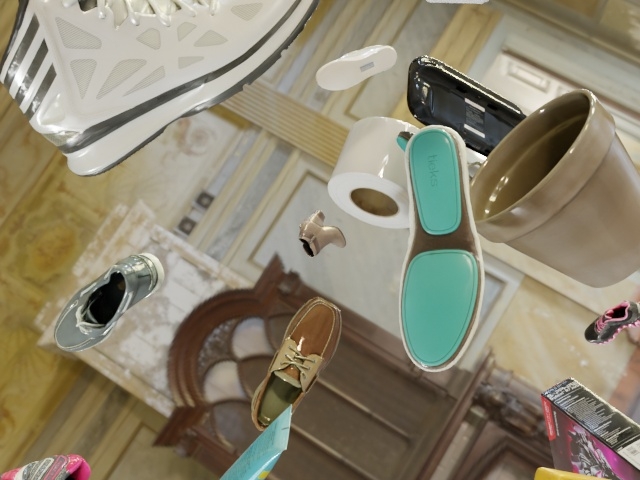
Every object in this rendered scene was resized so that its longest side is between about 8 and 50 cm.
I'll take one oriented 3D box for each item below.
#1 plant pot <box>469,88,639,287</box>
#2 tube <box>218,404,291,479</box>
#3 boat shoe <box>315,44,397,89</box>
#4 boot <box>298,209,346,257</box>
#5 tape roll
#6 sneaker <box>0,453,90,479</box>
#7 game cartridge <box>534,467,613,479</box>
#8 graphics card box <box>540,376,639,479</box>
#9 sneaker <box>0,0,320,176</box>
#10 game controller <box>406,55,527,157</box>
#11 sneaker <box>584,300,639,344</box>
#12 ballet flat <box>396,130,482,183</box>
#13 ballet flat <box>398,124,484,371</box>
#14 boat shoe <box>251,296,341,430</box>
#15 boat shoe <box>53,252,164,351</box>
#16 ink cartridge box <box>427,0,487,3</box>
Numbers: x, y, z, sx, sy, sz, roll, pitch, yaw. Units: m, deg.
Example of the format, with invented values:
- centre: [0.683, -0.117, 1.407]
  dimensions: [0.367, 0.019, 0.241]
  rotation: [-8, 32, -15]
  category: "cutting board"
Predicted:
- centre: [0.472, -0.070, 1.483]
  dimensions: [0.323, 0.280, 0.323]
  rotation: [-47, 14, 15]
  category: "plant pot"
- centre: [-0.096, 0.302, 1.019]
  dimensions: [0.207, 0.052, 0.080]
  rotation: [-54, 19, 25]
  category: "tube"
- centre: [0.072, -0.379, 1.714]
  dimensions: [0.184, 0.063, 0.066]
  rotation: [-27, -63, -6]
  category: "boat shoe"
- centre: [0.000, 0.000, 1.583]
  dimensions: [0.042, 0.118, 0.087]
  rotation: [-12, 39, 43]
  category: "boot"
- centre: [0.157, -0.161, 1.940]
  dimensions: [0.246, 0.246, 0.169]
  rotation: [91, -161, -64]
  category: "tape roll"
- centre: [-0.339, 0.410, 1.011]
  dimensions: [0.112, 0.299, 0.121]
  rotation: [-21, -36, -4]
  category: "sneaker"
- centre: [0.335, 0.444, 0.917]
  dimensions: [0.052, 0.285, 0.324]
  rotation: [4, 79, 65]
  category: "game cartridge"
- centre: [0.582, 0.451, 1.531]
  dimensions: [0.094, 0.371, 0.233]
  rotation: [-23, -65, -14]
  category: "graphics card box"
- centre: [-0.226, -0.292, 1.028]
  dimensions: [0.447, 0.169, 0.257]
  rotation: [-33, -54, 8]
  category: "sneaker"
- centre: [0.314, -0.266, 1.670]
  dimensions: [0.067, 0.319, 0.166]
  rotation: [-27, 46, 56]
  category: "game controller"
- centre: [0.461, 0.127, 1.266]
  dimensions: [0.119, 0.057, 0.047]
  rotation: [-43, 43, 41]
  category: "sneaker"
- centre: [0.287, -0.149, 1.693]
  dimensions: [0.096, 0.280, 0.095]
  rotation: [-42, -8, -8]
  category: "ballet flat"
- centre: [0.204, 0.013, 1.313]
  dimensions: [0.139, 0.139, 0.400]
  rotation: [32, -123, -77]
  category: "ballet flat"
- centre: [-0.052, 0.283, 1.741]
  dimensions: [0.324, 0.122, 0.120]
  rotation: [-64, -1, 8]
  category: "boat shoe"
- centre: [-0.445, 0.131, 1.574]
  dimensions: [0.319, 0.116, 0.099]
  rotation: [-35, -6, 27]
  category: "boat shoe"
- centre: [0.167, -0.365, 1.058]
  dimensions: [0.122, 0.088, 0.052]
  rotation: [-109, 20, -45]
  category: "ink cartridge box"
